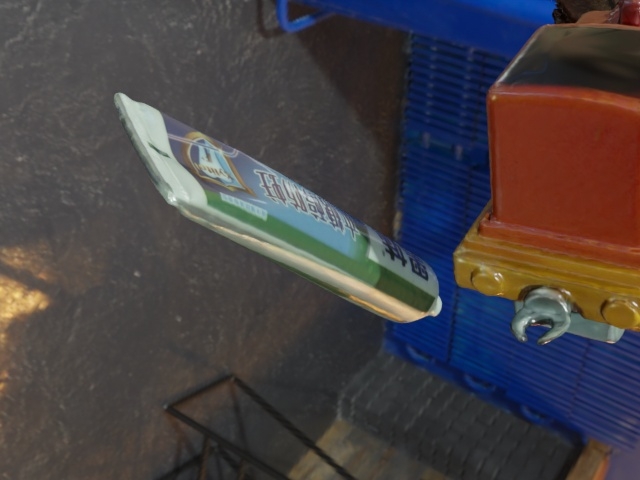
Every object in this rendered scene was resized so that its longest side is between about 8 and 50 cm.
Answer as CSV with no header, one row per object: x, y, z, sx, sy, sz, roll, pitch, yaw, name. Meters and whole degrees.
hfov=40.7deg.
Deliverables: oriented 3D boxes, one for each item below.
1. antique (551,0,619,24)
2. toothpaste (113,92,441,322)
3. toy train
0.347,-0.203,0.969,0.087,0.093,0.310,-51,127,-17,antique
0.000,0.000,0.643,0.061,0.098,0.392,-42,145,13,toothpaste
0.228,-0.070,0.666,0.369,0.163,0.231,-49,141,-38,toy train
